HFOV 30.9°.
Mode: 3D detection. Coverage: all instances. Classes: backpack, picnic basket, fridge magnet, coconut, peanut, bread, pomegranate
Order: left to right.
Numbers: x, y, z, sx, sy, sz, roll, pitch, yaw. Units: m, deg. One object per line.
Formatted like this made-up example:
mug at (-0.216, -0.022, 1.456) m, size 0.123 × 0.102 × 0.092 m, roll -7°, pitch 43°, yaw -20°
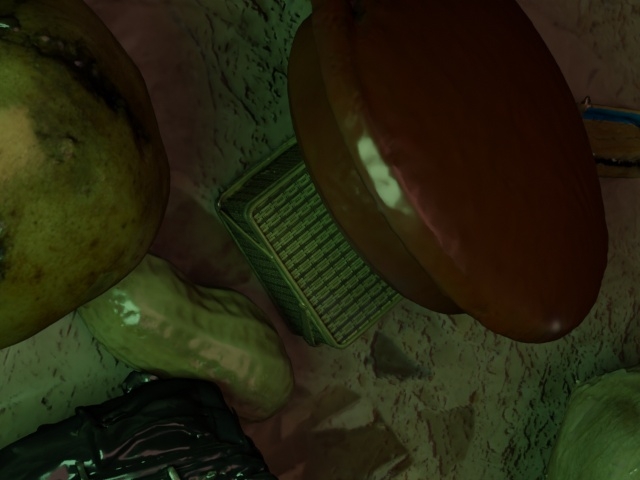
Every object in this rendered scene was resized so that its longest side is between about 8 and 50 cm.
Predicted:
pomegranate at (-0.235, -0.057, 0.776) m, size 0.260 × 0.260 × 0.261 m, roll -3°, pitch 97°, yaw -25°
backpack at (-0.167, 0.204, 0.880) m, size 0.258 × 0.133 × 0.206 m, roll -16°, pitch 136°, yaw -14°
peanut at (-0.108, 0.071, 0.926) m, size 0.214 × 0.090 × 0.099 m, roll 33°, pitch 75°, yaw -25°
picnic basket at (0.000, 0.000, 0.976) m, size 0.115 × 0.079 × 0.164 m, roll -39°, pitch 110°, yaw -17°
fridge magnet at (0.106, -0.086, 0.914) m, size 0.363 × 0.155 × 0.364 m, roll 35°, pitch 41°, yaw -38°
bread at (0.275, -0.093, 1.116) m, size 0.106 × 0.053 × 0.072 m, roll 3°, pitch 71°, yaw -28°
coconut at (0.353, 0.233, 1.060) m, size 0.297 × 0.297 × 0.255 m, roll 17°, pitch 90°, yaw -26°
